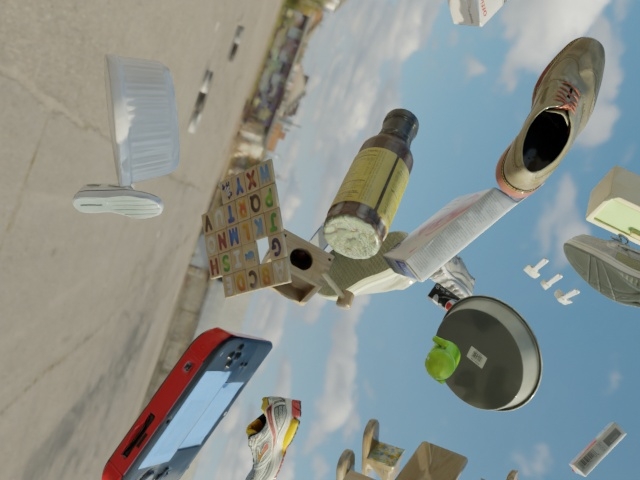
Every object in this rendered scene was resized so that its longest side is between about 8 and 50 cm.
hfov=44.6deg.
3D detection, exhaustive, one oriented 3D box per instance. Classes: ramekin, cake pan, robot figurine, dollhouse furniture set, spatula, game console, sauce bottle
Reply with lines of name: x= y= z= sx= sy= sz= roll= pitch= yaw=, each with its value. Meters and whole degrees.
ramekin: x=-0.371 y=-0.250 z=1.620 sx=0.273 sy=0.127 sz=0.273 roll=174 pitch=-90 yaw=-73
cake pan: x=0.391 y=0.278 z=1.882 sx=0.054 sy=0.293 sz=0.293 roll=-15 pitch=140 yaw=-43
robot figurine: x=0.267 y=0.261 z=1.708 sx=0.115 sy=0.067 sz=0.101 roll=-37 pitch=134 yaw=-63
dollhouse furniture set: x=0.196 y=0.541 z=1.681 sx=0.394 sy=0.361 sz=0.257 roll=-36 pitch=134 yaw=-51
spatula: x=0.680 y=0.119 z=2.278 sx=0.019 sy=0.168 sz=0.242 roll=-42 pitch=169 yaw=-7
game console: x=-0.260 y=0.354 z=1.608 sx=0.387 sy=0.060 sz=0.342 roll=-54 pitch=159 yaw=0
sauce bottle: x=0.106 y=-0.115 z=1.405 sx=0.344 sy=0.111 sz=0.111 roll=-62 pitch=180 yaw=-43

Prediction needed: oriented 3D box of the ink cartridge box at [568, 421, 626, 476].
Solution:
ink cartridge box: x=0.662 y=0.503 z=1.899 sx=0.145 sy=0.045 sz=0.179 roll=-44 pitch=168 yaw=-3

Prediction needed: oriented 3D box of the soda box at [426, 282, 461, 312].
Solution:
soda box: x=0.406 y=0.199 z=2.370 sx=0.053 sy=0.168 sz=0.060 roll=-54 pitch=169 yaw=-8

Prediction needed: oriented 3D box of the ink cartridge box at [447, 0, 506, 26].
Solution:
ink cartridge box: x=0.371 y=-0.603 z=1.763 sx=0.085 sy=0.148 sz=0.203 roll=22 pitch=-121 yaw=43

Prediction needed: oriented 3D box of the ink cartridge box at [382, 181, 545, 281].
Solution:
ink cartridge box: x=0.299 y=-0.041 z=1.722 sx=0.330 sy=0.071 sz=0.324 roll=-40 pitch=-178 yaw=-3

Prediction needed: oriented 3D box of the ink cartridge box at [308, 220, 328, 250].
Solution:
ink cartridge box: x=0.000 y=0.000 z=2.202 sx=0.089 sy=0.052 sz=0.122 roll=-53 pitch=-178 yaw=12

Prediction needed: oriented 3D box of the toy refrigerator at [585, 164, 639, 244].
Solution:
toy refrigerator: x=0.699 y=-0.040 z=1.615 sx=0.102 sy=0.269 sz=0.094 roll=116 pitch=-1 yaw=-56

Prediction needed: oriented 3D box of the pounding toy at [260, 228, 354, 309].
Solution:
pounding toy: x=-0.013 y=0.064 z=1.668 sx=0.094 sy=0.206 sz=0.181 roll=-66 pitch=-172 yaw=-30

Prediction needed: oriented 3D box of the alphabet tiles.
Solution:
alphabet tiles: x=-0.133 y=-0.011 z=1.309 sx=0.237 sy=0.009 sz=0.199 roll=-17 pitch=-100 yaw=51

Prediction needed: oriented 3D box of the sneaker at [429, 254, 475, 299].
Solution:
sneaker: x=0.400 y=0.078 z=2.526 sx=0.105 sy=0.281 sz=0.115 roll=-11 pitch=-142 yaw=49

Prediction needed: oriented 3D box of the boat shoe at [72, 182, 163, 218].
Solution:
boat shoe: x=-0.491 y=-0.111 z=1.912 sx=0.083 sy=0.226 sz=0.076 roll=92 pitch=6 yaw=-49

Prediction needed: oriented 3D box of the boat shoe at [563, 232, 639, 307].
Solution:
boat shoe: x=0.621 y=0.063 z=1.498 sx=0.103 sy=0.320 sz=0.118 roll=-45 pitch=135 yaw=-20

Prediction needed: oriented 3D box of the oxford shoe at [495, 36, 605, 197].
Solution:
oxford shoe: x=0.450 y=-0.239 z=1.443 sx=0.348 sy=0.122 sz=0.130 roll=-63 pitch=179 yaw=-10

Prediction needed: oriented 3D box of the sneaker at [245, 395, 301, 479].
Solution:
sneaker: x=-0.113 y=0.406 z=1.587 sx=0.088 sy=0.092 sz=0.225 roll=-95 pitch=-156 yaw=-70

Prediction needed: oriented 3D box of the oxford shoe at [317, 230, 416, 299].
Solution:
oxford shoe: x=0.132 y=0.083 z=2.118 sx=0.449 sy=0.130 sz=0.169 roll=-21 pitch=-125 yaw=53
